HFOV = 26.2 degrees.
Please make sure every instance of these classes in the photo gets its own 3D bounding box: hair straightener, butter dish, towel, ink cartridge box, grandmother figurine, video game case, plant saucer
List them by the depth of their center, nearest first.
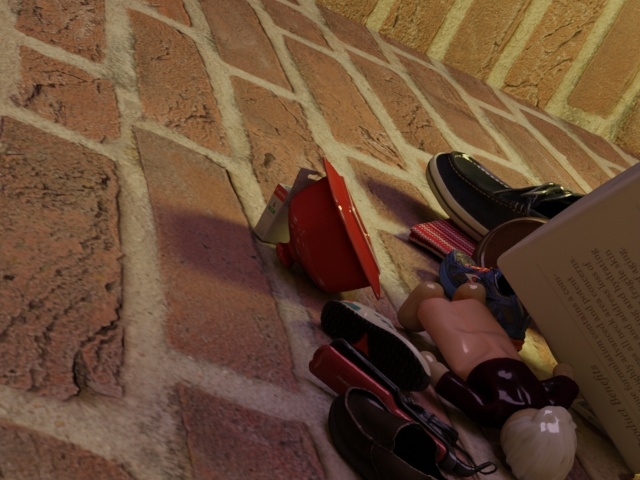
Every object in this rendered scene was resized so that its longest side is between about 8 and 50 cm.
[{"bbox_3d":[0.098,0.182,1.503,0.230,0.047,0.089,33,18,13],"label":"hair straightener"},{"bbox_3d":[0.215,0.170,1.650,0.208,0.104,0.342,-5,31,-13],"label":"grandmother figurine"},{"bbox_3d":[0.000,0.000,1.769,0.160,0.118,0.159,-105,170,-62],"label":"butter dish"},{"bbox_3d":[0.397,0.250,1.828,0.122,0.011,0.087,41,22,33],"label":"video game case"},{"bbox_3d":[-0.036,-0.048,1.831,0.063,0.115,0.029,12,23,-42],"label":"ink cartridge box"},{"bbox_3d":[0.304,0.031,2.057,0.168,0.168,0.029,39,-14,31],"label":"plant saucer"},{"bbox_3d":[0.270,0.028,2.225,0.199,0.031,0.275,36,20,20],"label":"towel"}]

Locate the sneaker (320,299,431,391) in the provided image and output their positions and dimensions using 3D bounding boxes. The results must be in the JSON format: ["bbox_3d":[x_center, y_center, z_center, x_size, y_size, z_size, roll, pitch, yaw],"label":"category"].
[{"bbox_3d":[0.079,0.118,1.635,0.161,0.057,0.075,35,24,27],"label":"sneaker"}]

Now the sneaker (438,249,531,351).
[{"bbox_3d":[0.245,0.071,1.970,0.083,0.087,0.221,17,21,-33],"label":"sneaker"}]

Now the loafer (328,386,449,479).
[{"bbox_3d":[0.080,0.207,1.356,0.080,0.078,0.220,17,21,-33],"label":"loafer"}]

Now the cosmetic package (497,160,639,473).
[{"bbox_3d":[0.510,0.027,1.723,0.327,0.394,0.329,-30,87,-50],"label":"cosmetic package"}]

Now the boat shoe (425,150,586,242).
[{"bbox_3d":[0.365,-0.021,2.202,0.187,0.156,0.500,8,26,-46],"label":"boat shoe"}]
